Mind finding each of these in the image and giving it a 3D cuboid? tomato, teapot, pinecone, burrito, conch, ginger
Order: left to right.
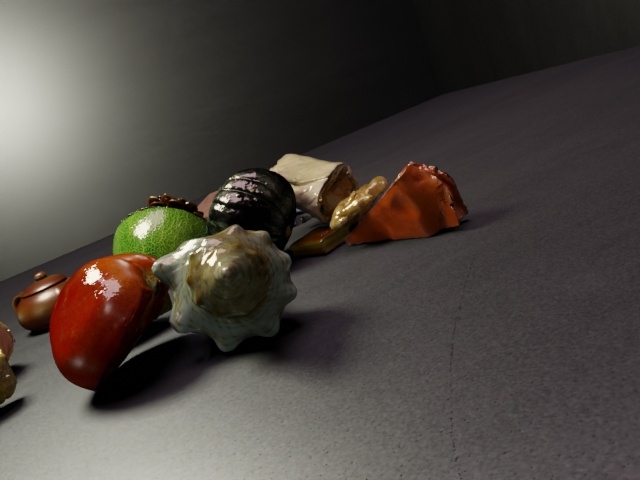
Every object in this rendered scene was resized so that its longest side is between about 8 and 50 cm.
[{"bbox_3d":[-0.690,0.144,1.543,0.252,0.135,0.178,-13,11,29],"label":"teapot"},{"bbox_3d":[-0.333,0.109,0.942,0.200,0.140,0.233,-59,2,13],"label":"tomato"},{"bbox_3d":[-0.416,-0.021,1.683,0.208,0.207,0.207,-20,13,5],"label":"pinecone"},{"bbox_3d":[-0.151,0.077,0.916,0.169,0.203,0.386,-57,4,-26],"label":"conch"},{"bbox_3d":[-0.020,-0.118,1.379,0.143,0.105,0.299,-34,29,-19],"label":"burrito"},{"bbox_3d":[0.069,-0.070,1.194,0.176,0.052,0.193,-39,-7,-34],"label":"ginger"}]

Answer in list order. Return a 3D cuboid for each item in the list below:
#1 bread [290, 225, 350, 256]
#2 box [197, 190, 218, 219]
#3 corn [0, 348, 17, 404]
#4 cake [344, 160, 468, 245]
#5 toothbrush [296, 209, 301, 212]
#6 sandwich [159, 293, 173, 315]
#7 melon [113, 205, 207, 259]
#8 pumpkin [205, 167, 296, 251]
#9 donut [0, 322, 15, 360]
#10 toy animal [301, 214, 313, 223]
[{"bbox_3d":[0.000,0.000,1.248,0.095,0.035,0.090,-7,19,46],"label":"bread"},{"bbox_3d":[-0.283,-0.085,1.839,0.215,0.086,0.215,-14,26,31],"label":"box"},{"bbox_3d":[-0.648,0.282,0.942,0.347,0.130,0.130,-26,14,-33],"label":"corn"},{"bbox_3d":[0.136,-0.057,1.125,0.287,0.135,0.098,-20,24,52],"label":"cake"},{"bbox_3d":[-0.166,-0.086,1.861,0.035,0.042,0.414,-30,18,-33],"label":"toothbrush"},{"bbox_3d":[-0.371,0.138,1.156,0.185,0.109,0.160,-28,-5,-21],"label":"sandwich"},{"bbox_3d":[-0.413,0.023,1.482,0.265,0.129,0.169,-19,46,16],"label":"melon"},{"bbox_3d":[-0.137,-0.042,1.257,0.162,0.220,0.220,20,21,5],"label":"pumpkin"},{"bbox_3d":[-0.711,0.220,1.201,0.199,0.085,0.233,14,-41,-32],"label":"donut"},{"bbox_3d":[0.046,-0.092,1.483,0.176,0.073,0.217,-7,13,28],"label":"toy animal"}]
